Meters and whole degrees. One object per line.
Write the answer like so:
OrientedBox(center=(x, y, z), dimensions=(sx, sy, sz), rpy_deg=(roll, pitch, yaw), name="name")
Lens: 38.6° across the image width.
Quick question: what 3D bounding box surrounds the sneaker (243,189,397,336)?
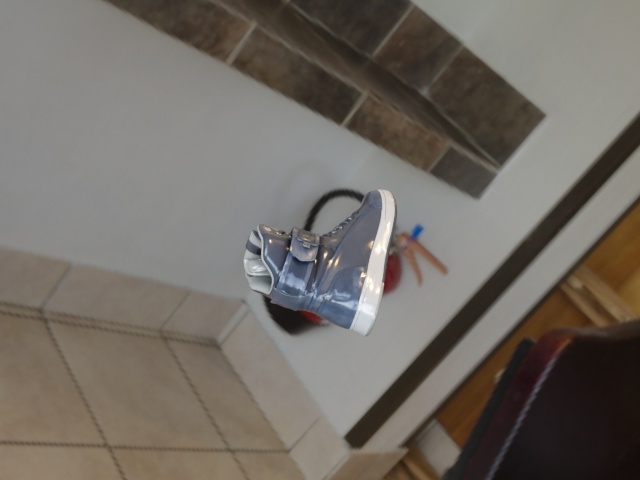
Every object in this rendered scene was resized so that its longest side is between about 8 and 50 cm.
OrientedBox(center=(0.000, -0.001, 1.078), dimensions=(0.163, 0.086, 0.226), rpy_deg=(16, 41, 0), name="sneaker")
